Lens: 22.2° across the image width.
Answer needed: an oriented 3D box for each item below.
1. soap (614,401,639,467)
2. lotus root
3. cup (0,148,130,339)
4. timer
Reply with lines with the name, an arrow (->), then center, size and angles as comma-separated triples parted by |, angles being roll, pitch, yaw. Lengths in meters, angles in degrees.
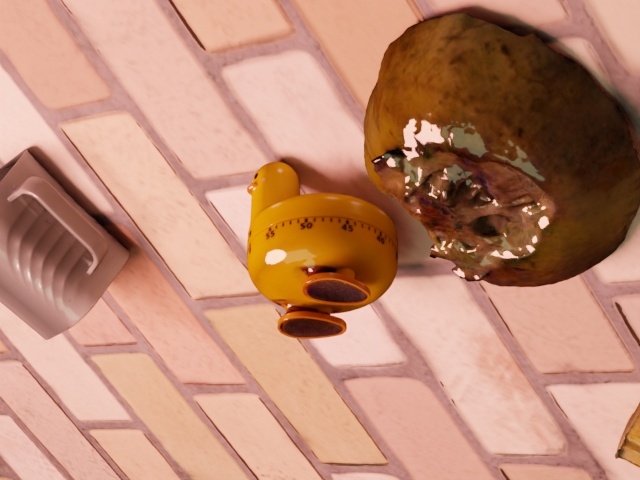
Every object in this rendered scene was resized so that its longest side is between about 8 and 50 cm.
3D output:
soap -> 0.322, 0.172, 1.080 | 0.252, 0.037, 0.092 | 29, 147, 9
lotus root -> 0.097, -0.035, 0.991 | 0.183, 0.078, 0.203 | 27, 147, 14
cup -> -0.224, -0.001, 1.298 | 0.129, 0.095, 0.128 | 43, 144, -16
timer -> 0.000, 0.000, 1.123 | 0.107, 0.109, 0.107 | 1, 151, 0
